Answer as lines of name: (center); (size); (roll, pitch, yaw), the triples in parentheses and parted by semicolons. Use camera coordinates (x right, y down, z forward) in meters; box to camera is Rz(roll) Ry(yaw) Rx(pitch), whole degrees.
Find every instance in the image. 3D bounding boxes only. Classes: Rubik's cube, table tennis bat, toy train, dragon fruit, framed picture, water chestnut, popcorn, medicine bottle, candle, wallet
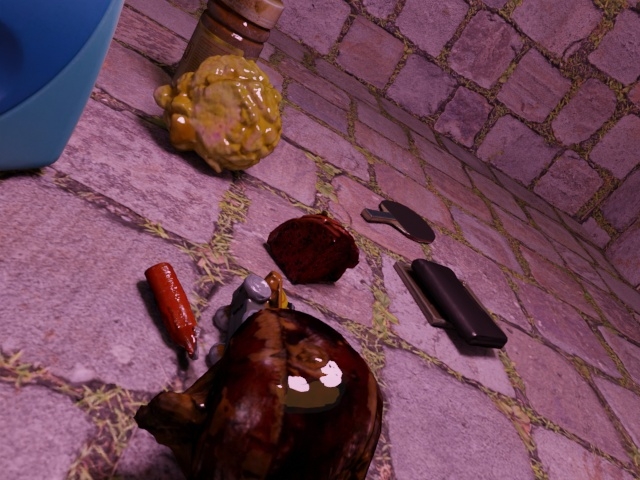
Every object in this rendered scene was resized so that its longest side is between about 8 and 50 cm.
Rubik's cube: (-0.504, -0.311, 0.648); (0.347, 0.351, 0.352); (46, 30, 22)
table tennis bat: (0.216, -0.057, 1.449); (0.301, 0.022, 0.173); (3, 41, -49)
toy train: (-0.075, 0.131, 0.724); (0.127, 0.089, 0.219); (36, 23, -24)
dragon fruit: (0.001, 0.000, 0.959); (0.120, 0.161, 0.127); (-5, 57, -50)
framed picture: (0.303, 0.136, 1.228); (0.260, 0.023, 0.189); (14, 33, -36)
water chestnut: (-0.054, 0.174, 0.515); (0.238, 0.224, 0.224); (18, 29, -8)
popcorn: (-0.200, -0.263, 1.100); (0.259, 0.259, 0.212); (36, 11, 1)
medicine bottle: (-0.224, -0.430, 1.208); (0.151, 0.322, 0.151); (28, 27, -16)
candle: (-0.186, 0.091, 0.695); (0.053, 0.048, 0.162); (30, 21, -53)
wallet: (0.305, 0.133, 1.167); (0.149, 0.044, 0.250); (17, 30, -38)
